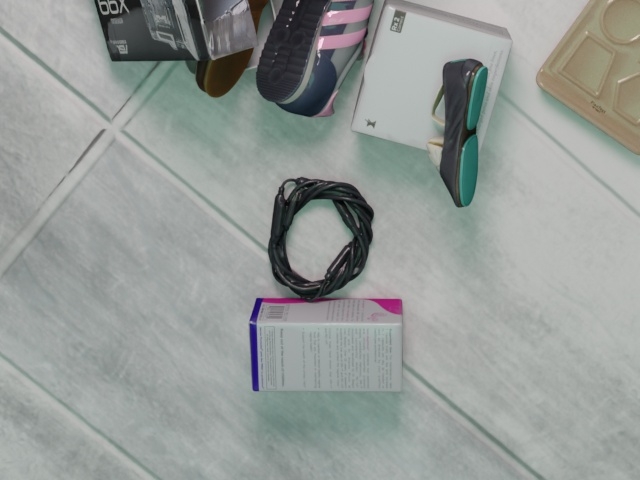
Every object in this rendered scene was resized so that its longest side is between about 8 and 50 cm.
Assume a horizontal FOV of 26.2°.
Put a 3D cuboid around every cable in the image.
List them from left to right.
[{"bbox_3d":[0.000,0.000,2.004,0.150,0.047,0.185,6,103,-3],"label":"cable"}]

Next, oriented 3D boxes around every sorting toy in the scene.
[{"bbox_3d":[0.431,-0.252,1.904,0.193,0.038,0.208,34,101,-6],"label":"sorting toy"}]

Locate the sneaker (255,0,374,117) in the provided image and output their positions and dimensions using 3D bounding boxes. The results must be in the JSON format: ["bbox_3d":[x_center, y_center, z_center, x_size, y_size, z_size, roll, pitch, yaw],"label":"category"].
[{"bbox_3d":[0.026,-0.318,1.886,0.112,0.131,0.319,31,94,39],"label":"sneaker"}]

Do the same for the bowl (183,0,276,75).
[{"bbox_3d":[-0.130,-0.307,1.912,0.142,0.053,0.142,-10,106,7],"label":"bowl"}]

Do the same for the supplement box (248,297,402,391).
[{"bbox_3d":[0.011,0.151,2.008,0.220,0.111,0.114,-1,107,4],"label":"supplement box"}]

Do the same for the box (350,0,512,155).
[{"bbox_3d":[0.150,-0.222,1.885,0.181,0.119,0.181,15,107,-1],"label":"box"}]

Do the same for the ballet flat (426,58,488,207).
[{"bbox_3d":[0.177,-0.145,1.814,0.074,0.074,0.203,4,114,2],"label":"ballet flat"}]

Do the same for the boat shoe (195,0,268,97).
[{"bbox_3d":[-0.123,-0.298,1.856,0.073,0.073,0.207,32,105,33],"label":"boat shoe"}]

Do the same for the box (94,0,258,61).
[{"bbox_3d":[-0.212,-0.358,1.783,0.076,0.307,0.243,-22,108,-29],"label":"box"}]
